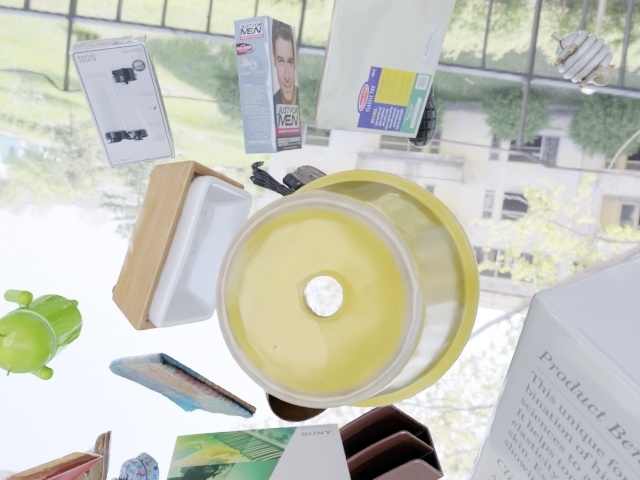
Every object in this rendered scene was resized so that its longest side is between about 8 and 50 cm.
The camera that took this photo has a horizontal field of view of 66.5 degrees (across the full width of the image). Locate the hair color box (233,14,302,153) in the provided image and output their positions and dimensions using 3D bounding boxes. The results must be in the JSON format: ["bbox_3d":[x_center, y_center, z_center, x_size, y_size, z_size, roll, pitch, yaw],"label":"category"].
[{"bbox_3d":[-0.151,-0.457,1.473,0.114,0.374,0.185,2,-166,22],"label":"hair color box"}]

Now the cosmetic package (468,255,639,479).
[{"bbox_3d":[0.364,0.238,0.404,0.328,0.393,0.329,-15,-139,-17],"label":"cosmetic package"}]

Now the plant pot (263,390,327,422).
[{"bbox_3d":[-0.081,0.320,1.295,0.215,0.215,0.230,7,-166,-29],"label":"plant pot"}]

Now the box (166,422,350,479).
[{"bbox_3d":[-0.069,0.338,0.553,0.232,0.058,0.322,-2,-163,-7],"label":"box"}]

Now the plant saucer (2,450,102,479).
[{"bbox_3d":[-0.604,0.516,0.952,0.047,0.258,0.259,50,178,12],"label":"plant saucer"}]

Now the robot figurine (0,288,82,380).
[{"bbox_3d":[-0.306,0.099,0.528,0.067,0.101,0.115,-6,-167,3],"label":"robot figurine"}]

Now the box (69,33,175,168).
[{"bbox_3d":[-0.469,-0.333,1.186,0.169,0.289,0.087,-13,-143,-10],"label":"box"}]

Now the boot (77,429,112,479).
[{"bbox_3d":[-0.621,0.606,1.289,0.115,0.305,0.112,17,-148,-20],"label":"boot"}]

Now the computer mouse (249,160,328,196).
[{"bbox_3d":[-0.082,-0.151,1.256,0.184,0.060,0.262,29,-154,3],"label":"computer mouse"}]

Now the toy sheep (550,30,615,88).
[{"bbox_3d":[0.460,-0.323,0.861,0.132,0.091,0.091,44,179,-2],"label":"toy sheep"}]

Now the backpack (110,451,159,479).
[{"bbox_3d":[-0.576,0.758,1.514,0.158,0.173,0.117,8,175,41],"label":"backpack"}]

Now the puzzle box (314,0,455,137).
[{"bbox_3d":[0.148,-0.450,1.148,0.272,0.408,0.052,3,-147,-16],"label":"puzzle box"}]

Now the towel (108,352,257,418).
[{"bbox_3d":[-0.345,0.352,1.175,0.271,0.040,0.370,39,147,-23],"label":"towel"}]

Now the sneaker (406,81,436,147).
[{"bbox_3d":[0.285,-0.397,1.364,0.101,0.267,0.106,4,-160,31],"label":"sneaker"}]

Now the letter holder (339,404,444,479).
[{"bbox_3d":[0.141,0.611,1.348,0.214,0.302,0.152,41,-159,-28],"label":"letter holder"}]

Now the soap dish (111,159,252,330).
[{"bbox_3d":[-0.247,0.009,0.896,0.118,0.290,0.229,18,180,14],"label":"soap dish"}]

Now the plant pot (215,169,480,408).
[{"bbox_3d":[0.027,0.048,0.473,0.254,0.253,0.239,7,180,15],"label":"plant pot"}]
